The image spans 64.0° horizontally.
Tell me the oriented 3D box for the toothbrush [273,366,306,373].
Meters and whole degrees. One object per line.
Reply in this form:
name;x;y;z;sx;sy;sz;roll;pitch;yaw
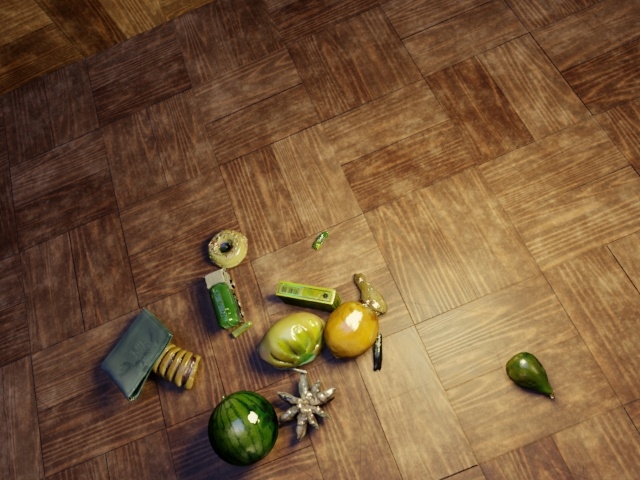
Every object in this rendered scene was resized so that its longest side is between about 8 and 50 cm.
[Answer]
toothbrush;-0.113;0.470;1.866;0.162;0.014;0.017;1;57;40

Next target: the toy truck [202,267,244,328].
toy truck;-0.379;0.233;1.994;0.101;0.125;0.242;-24;64;3

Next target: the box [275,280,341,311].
box;-0.041;0.213;1.921;0.220;0.141;0.064;10;70;16

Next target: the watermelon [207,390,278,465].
watermelon;-0.263;0.637;1.743;0.243;0.242;0.242;-4;67;10

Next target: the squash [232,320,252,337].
squash;-0.302;0.341;1.985;0.083;0.027;0.027;-37;65;-3

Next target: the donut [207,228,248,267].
donut;-0.385;0.030;2.109;0.175;0.068;0.174;-4;68;11

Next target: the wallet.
wallet;-0.700;0.431;1.968;0.251;0.054;0.290;27;79;42

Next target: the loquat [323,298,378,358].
loquat;0.113;0.313;1.819;0.176;0.187;0.234;32;85;33

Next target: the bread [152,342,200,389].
bread;-0.562;0.471;1.957;0.225;0.081;0.134;17;72;22

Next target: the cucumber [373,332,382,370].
cucumber;0.208;0.401;1.849;0.033;0.034;0.134;0;68;7

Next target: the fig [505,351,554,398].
fig;0.702;0.447;1.692;0.178;0.117;0.117;38;80;6

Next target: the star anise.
star anise;-0.048;0.573;1.799;0.237;0.093;0.229;-20;65;9

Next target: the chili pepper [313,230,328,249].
chili pepper;0.000;0.000;2.065;0.030;0.034;0.091;40;78;-10

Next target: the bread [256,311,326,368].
bread;-0.102;0.358;1.851;0.261;0.156;0.158;-37;50;-3

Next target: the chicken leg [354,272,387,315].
chicken leg;0.178;0.197;1.924;0.085;0.069;0.197;-28;58;-2
